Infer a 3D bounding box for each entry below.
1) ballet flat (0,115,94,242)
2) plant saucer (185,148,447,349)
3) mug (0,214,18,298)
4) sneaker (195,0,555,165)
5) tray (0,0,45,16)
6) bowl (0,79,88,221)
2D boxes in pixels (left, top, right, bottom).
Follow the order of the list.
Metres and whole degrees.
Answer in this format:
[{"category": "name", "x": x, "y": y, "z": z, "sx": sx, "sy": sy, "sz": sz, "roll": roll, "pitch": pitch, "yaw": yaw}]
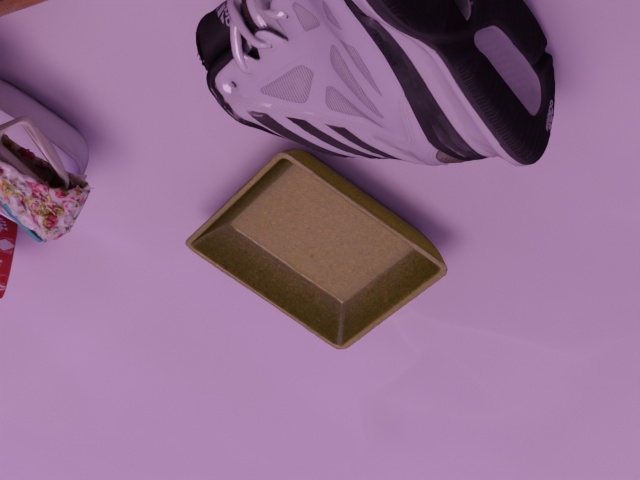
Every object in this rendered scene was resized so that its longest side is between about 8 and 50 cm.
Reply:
[{"category": "ballet flat", "x": -0.299, "y": -0.095, "z": 1.660, "sx": 0.077, "sy": 0.091, "sz": 0.241, "roll": -40, "pitch": 118, "yaw": 15}, {"category": "plant saucer", "x": 0.000, "y": 0.000, "z": 1.713, "sx": 0.188, "sy": 0.045, "sz": 0.188, "roll": 35, "pitch": 140, "yaw": -13}, {"category": "mug", "x": -0.390, "y": -0.008, "z": 1.844, "sx": 0.169, "sy": 0.150, "sz": 0.113, "roll": 10, "pitch": 105, "yaw": -13}, {"category": "sneaker", "x": -0.025, "y": -0.192, "z": 1.392, "sx": 0.257, "sy": 0.169, "sz": 0.447, "roll": -7, "pitch": 141, "yaw": 31}, {"category": "tray", "x": -0.427, "y": -0.256, "z": 1.618, "sx": 0.411, "sy": 0.076, "sz": 0.203, "roll": -11, "pitch": 129, "yaw": 36}, {"category": "bowl", "x": -0.290, "y": -0.088, "z": 1.751, "sx": 0.142, "sy": 0.053, "sz": 0.142, "roll": 34, "pitch": 139, "yaw": -12}]
